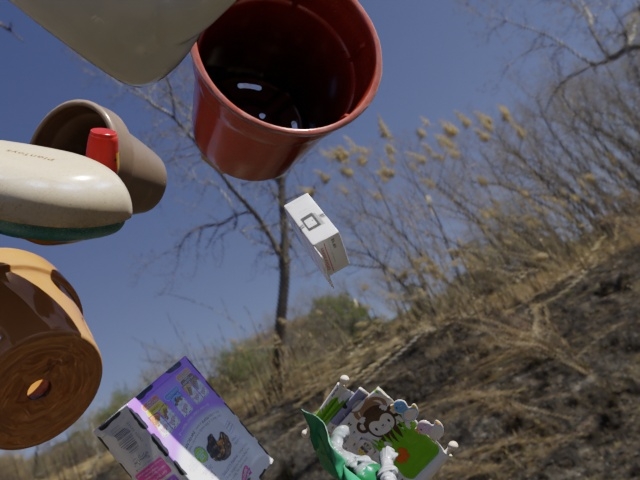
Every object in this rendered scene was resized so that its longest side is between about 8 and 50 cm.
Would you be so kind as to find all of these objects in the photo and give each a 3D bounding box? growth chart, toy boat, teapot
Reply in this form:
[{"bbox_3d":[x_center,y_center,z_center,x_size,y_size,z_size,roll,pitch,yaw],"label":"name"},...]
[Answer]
[{"bbox_3d":[0.100,0.335,1.131,0.171,0.237,0.021,-64,-15,18],"label":"growth chart"},{"bbox_3d":[-0.388,-0.071,0.992,0.268,0.148,0.318,14,21,6],"label":"toy boat"},{"bbox_3d":[-0.183,-0.269,0.549,0.256,0.252,0.187,37,-84,-29],"label":"teapot"}]

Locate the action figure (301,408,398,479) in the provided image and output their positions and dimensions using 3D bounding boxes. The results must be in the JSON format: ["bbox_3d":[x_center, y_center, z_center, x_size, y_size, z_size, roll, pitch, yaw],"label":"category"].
[{"bbox_3d":[0.058,0.226,0.569,0.064,0.137,0.232,-33,11,-15],"label":"action figure"}]

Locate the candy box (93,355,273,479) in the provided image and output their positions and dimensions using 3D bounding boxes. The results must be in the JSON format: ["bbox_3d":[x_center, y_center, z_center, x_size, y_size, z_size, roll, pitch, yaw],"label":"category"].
[{"bbox_3d":[-0.171,0.271,0.863,0.070,0.196,0.165,-40,-1,18],"label":"candy box"}]

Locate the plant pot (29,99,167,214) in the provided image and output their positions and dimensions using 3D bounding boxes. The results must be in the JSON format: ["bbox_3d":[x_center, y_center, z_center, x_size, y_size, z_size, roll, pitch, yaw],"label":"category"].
[{"bbox_3d":[-0.466,-0.149,1.439,0.263,0.262,0.229,-28,-17,20],"label":"plant pot"}]

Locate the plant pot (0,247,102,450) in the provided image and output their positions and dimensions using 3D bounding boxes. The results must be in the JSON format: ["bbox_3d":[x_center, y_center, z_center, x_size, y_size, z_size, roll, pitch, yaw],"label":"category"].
[{"bbox_3d":[-0.477,0.182,1.013,0.291,0.204,0.290,-27,-49,-36],"label":"plant pot"}]

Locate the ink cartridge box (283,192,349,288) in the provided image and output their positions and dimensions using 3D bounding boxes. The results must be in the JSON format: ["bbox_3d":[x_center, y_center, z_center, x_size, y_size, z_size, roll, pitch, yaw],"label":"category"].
[{"bbox_3d":[0.000,0.000,1.329,0.060,0.180,0.104,-29,-44,-8],"label":"ink cartridge box"}]

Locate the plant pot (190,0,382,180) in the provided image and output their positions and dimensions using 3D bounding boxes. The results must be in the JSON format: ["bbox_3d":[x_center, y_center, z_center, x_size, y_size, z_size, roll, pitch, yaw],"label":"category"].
[{"bbox_3d":[-0.082,-0.228,1.009,0.273,0.272,0.265,-18,-10,-23],"label":"plant pot"}]

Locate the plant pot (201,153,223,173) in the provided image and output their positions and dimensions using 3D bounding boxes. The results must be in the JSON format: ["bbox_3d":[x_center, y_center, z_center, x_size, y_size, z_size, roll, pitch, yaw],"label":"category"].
[{"bbox_3d":[-0.209,-0.211,1.484,0.096,0.109,0.109,-22,-36,23],"label":"plant pot"}]
